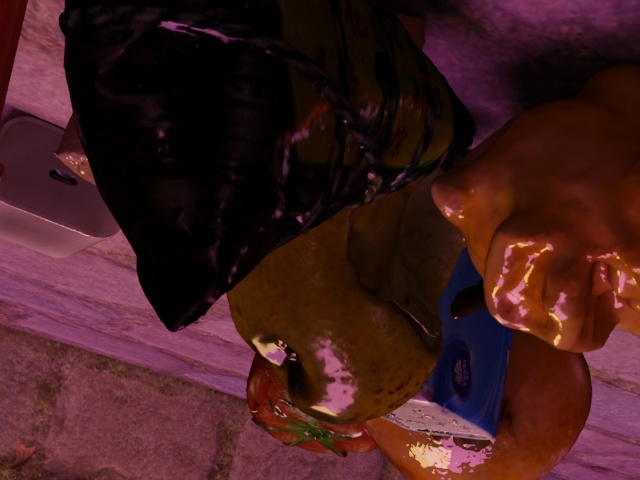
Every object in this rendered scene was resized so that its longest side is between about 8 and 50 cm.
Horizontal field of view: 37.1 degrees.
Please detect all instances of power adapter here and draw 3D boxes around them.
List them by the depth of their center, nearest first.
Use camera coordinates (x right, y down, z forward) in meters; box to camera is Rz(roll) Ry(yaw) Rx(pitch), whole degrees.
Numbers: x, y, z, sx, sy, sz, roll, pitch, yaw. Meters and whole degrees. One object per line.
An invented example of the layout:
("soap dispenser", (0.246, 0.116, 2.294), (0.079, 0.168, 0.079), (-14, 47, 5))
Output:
("power adapter", (-0.383, -0.061, 1.297), (0.187, 0.124, 0.255), (24, 160, -25))

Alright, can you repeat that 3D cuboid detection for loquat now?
("loquat", (0.204, 0.198, 1.302), (0.329, 0.328, 0.359), (12, -170, 5))

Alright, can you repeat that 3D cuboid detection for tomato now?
("tomato", (0.013, 0.256, 1.772), (0.304, 0.239, 0.303), (11, 150, 6))

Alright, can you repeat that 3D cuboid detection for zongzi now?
("zongzi", (-0.067, -0.158, 0.623), (0.319, 0.362, 0.383), (-5, -173, 10))

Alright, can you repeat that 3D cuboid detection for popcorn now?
("popcorn", (0.256, -0.025, 0.779), (0.316, 0.280, 0.297), (-8, -148, -26))

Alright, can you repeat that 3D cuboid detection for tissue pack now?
("tissue pack", (0.135, 0.079, 1.100), (0.146, 0.263, 0.198), (2, 159, 34))

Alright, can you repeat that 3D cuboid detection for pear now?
("pear", (0.019, 0.028, 0.871), (0.164, 0.255, 0.238), (-4, 150, 47))

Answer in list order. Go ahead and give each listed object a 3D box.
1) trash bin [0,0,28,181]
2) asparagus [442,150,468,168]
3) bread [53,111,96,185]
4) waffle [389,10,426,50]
("trash bin", (-0.353, -0.143, 0.840), (0.161, 0.238, 0.184), (21, 158, -30))
("asparagus", (0.166, -0.069, 1.012), (0.165, 0.030, 0.036), (27, 134, -31))
("bread", (-0.174, -0.112, 0.953), (0.148, 0.141, 0.134), (27, 157, -32))
("waffle", (-0.003, -0.139, 0.883), (0.168, 0.057, 0.274), (14, 162, 2))
